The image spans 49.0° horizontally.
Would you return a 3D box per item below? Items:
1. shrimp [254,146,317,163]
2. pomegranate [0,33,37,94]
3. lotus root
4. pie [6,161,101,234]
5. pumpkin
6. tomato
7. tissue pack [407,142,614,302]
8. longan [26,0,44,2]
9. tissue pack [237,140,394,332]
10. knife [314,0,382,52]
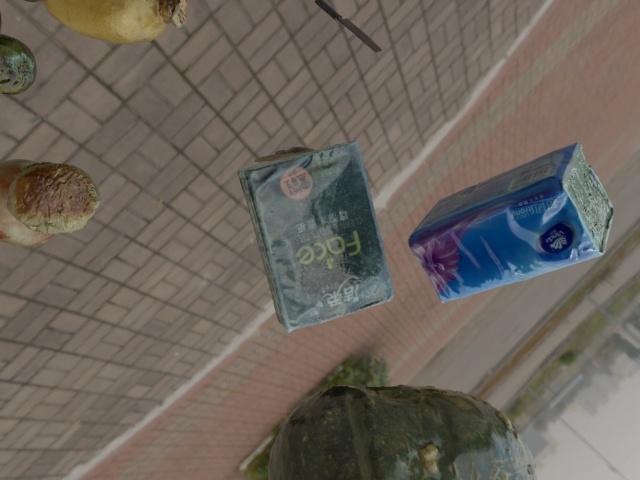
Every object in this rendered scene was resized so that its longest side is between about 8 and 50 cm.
[{"bbox_3d":[-0.079,-0.180,1.539,0.144,0.052,0.251,-3,-177,-23],"label":"shrimp"},{"bbox_3d":[-0.697,-0.366,1.525,0.163,0.125,0.138,-40,172,24],"label":"pomegranate"},{"bbox_3d":[-0.393,-0.440,1.325,0.131,0.303,0.146,92,15,-45],"label":"lotus root"},{"bbox_3d":[-0.570,-0.093,1.506,0.193,0.163,0.079,-2,168,-11],"label":"pie"},{"bbox_3d":[0.106,0.304,0.845,0.328,0.257,0.291,-8,129,-7],"label":"pumpkin"},{"bbox_3d":[-0.878,-0.121,2.044,0.270,0.270,0.222,-19,138,-49],"label":"tomato"},{"bbox_3d":[0.302,-0.024,1.107,0.263,0.146,0.198,-24,-169,35],"label":"tissue pack"},{"bbox_3d":[-0.415,-0.402,1.030,0.113,0.092,0.113,-39,-166,12],"label":"longan"},{"bbox_3d":[-0.005,-0.010,1.326,0.228,0.315,0.103,-17,-170,-14],"label":"tissue pack"},{"bbox_3d":[0.086,-0.643,2.099,0.019,0.245,0.072,-50,177,30],"label":"knife"}]
